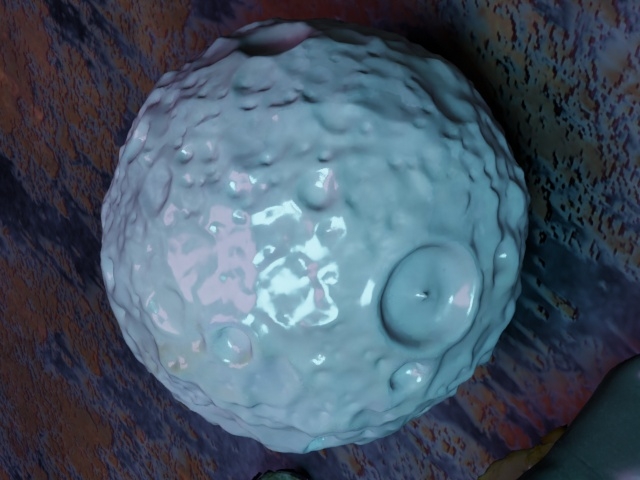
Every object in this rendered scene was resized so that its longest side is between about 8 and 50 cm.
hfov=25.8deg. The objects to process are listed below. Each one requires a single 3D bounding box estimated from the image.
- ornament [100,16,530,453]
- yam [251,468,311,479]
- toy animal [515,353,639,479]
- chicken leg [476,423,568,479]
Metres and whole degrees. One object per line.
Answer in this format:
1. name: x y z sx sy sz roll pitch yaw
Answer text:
1. ornament: 0.000 0.000 0.825 0.225 0.259 0.259 26 125 55
2. yam: -0.050 0.246 1.139 0.084 0.084 0.127 58 143 18
3. toy animal: 0.166 0.159 0.754 0.146 0.245 0.114 43 169 25
4. chicken leg: 0.176 0.165 0.836 0.178 0.070 0.093 17 112 39
